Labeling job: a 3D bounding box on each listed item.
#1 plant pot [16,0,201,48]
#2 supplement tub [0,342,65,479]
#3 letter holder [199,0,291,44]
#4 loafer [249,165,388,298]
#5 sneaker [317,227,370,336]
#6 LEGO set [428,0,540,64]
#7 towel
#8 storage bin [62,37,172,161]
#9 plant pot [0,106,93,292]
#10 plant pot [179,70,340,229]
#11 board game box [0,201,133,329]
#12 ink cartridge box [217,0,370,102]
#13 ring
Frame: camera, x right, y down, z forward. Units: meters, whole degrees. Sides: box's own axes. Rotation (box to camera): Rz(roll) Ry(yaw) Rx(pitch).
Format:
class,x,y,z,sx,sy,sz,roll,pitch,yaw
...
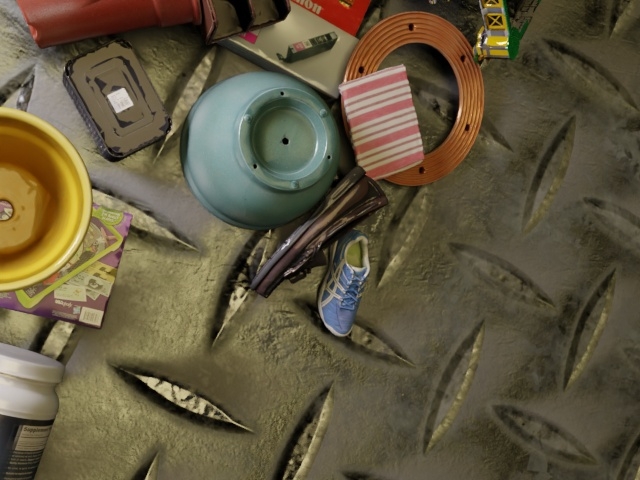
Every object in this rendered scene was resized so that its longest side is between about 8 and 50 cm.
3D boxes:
class,x,y,z,sx,sy,sz,roll,pitch,yaw
plant pot,-0.362,-0.445,1.287,0.265,0.272,0.273,-20,96,-10
supplement tub,-0.523,0.303,1.238,0.191,0.191,0.272,20,82,-19
letter holder,-0.162,-0.500,1.299,0.152,0.214,0.302,-20,98,-8
loafer,0.000,0.000,1.459,0.095,0.109,0.302,42,87,0
sneaker,0.047,0.078,1.514,0.080,0.081,0.211,5,89,-22
LEGO set,0.315,-0.516,1.570,0.331,0.192,0.255,-64,144,-22
towel,0.115,-0.219,1.510,0.144,0.029,0.197,-21,108,-22
storage bin,-0.349,-0.238,1.370,0.122,0.084,0.180,-31,99,-19
plant pot,-0.477,-0.053,1.190,0.253,0.239,0.254,0,89,-20
plant pot,-0.084,-0.167,1.409,0.293,0.196,0.293,0,89,-21
board game box,-0.509,0.008,1.328,0.346,0.056,0.208,17,87,-20
ink cartridge box,-0.046,-0.427,1.501,0.275,0.060,0.239,25,82,-18
ring,0.182,-0.275,1.569,0.336,0.032,0.337,-6,102,-29
